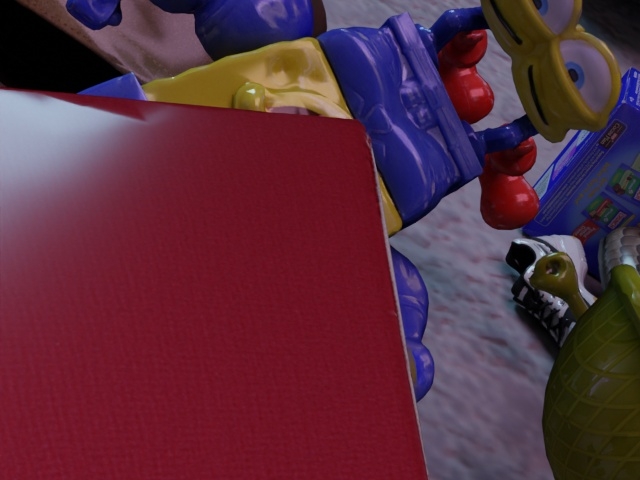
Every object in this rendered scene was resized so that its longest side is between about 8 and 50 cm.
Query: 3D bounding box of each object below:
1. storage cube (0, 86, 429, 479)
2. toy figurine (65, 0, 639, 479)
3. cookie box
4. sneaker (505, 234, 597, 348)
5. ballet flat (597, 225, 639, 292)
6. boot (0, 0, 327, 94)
[{"bbox_3d":[-0.088,0.090,0.447,0.193,0.184,0.215,4,39,-11],"label":"storage cube"},{"bbox_3d":[0.000,0.000,0.765,0.191,0.217,0.362,148,-82,-82],"label":"toy figurine"},{"bbox_3d":[0.166,-0.016,0.950,0.107,0.092,0.040,32,36,-6],"label":"cookie box"},{"bbox_3d":[0.105,0.030,0.899,0.037,0.032,0.083,5,38,-14],"label":"sneaker"},{"bbox_3d":[0.192,0.084,0.858,0.084,0.058,0.250,26,32,-45],"label":"ballet flat"},{"bbox_3d":[-0.142,-0.149,0.838,0.305,0.112,0.115,39,43,1],"label":"boot"}]
